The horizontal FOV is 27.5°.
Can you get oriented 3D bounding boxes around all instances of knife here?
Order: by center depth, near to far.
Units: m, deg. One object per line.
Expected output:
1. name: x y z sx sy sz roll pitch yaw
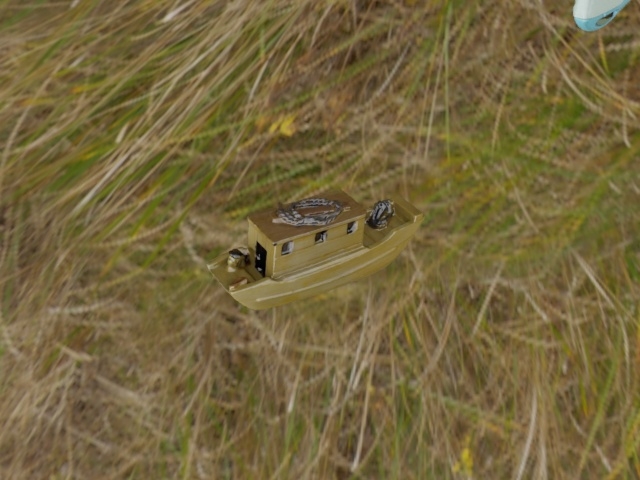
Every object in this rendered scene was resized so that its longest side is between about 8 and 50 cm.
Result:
1. knife: 0.307 -0.259 1.292 0.031 0.222 0.064 20 125 32

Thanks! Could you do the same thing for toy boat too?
1. toy boat: 0.000 0.000 1.100 0.200 0.057 0.077 -17 129 -30
